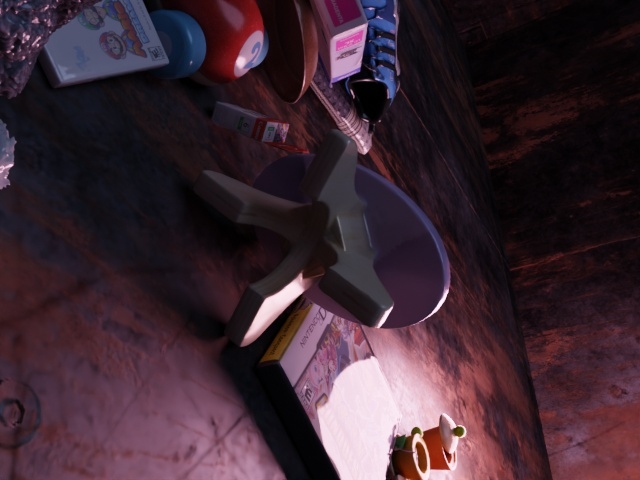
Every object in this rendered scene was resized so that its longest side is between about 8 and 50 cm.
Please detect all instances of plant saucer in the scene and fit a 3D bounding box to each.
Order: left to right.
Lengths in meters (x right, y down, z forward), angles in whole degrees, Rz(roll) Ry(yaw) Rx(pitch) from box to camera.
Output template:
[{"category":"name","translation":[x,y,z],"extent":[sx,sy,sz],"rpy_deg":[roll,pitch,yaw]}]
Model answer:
[{"category":"plant saucer","translation":[-0.047,-0.294,0.877],"extent":[0.199,0.036,0.198],"rpy_deg":[163,-90,-73]}]

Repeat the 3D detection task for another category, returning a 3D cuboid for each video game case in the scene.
[{"category":"video game case","translation":[-0.226,-0.230,0.589],"extent":[0.143,0.019,0.157],"rpy_deg":[-37,108,-54]},{"category":"video game case","translation":[0.028,0.208,0.841],"extent":[0.274,0.035,0.248],"rpy_deg":[65,25,-15]}]

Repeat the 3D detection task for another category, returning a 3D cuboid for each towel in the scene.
[{"category":"towel","translation":[0.017,-0.375,1.225],"extent":[0.312,0.056,0.324],"rpy_deg":[48,35,-37]}]

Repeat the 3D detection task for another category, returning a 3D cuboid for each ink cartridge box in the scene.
[{"category":"ink cartridge box","translation":[-0.072,-0.142,0.783],"extent":[0.063,0.115,0.029],"rpy_deg":[-17,127,-66]},{"category":"ink cartridge box","translation":[0.006,-0.351,0.933],"extent":[0.311,0.065,0.185],"rpy_deg":[-120,-172,-89]}]

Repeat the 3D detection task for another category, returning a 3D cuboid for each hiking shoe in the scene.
[{"category":"hiking shoe","translation":[0.086,-0.341,1.092],"extent":[0.304,0.113,0.132],"rpy_deg":[65,29,-47]}]

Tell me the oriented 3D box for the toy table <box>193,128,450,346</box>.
[{"category":"toy table","translation":[0.000,0.000,0.696],"extent":[0.161,0.274,0.252],"rpy_deg":[-9,120,-62]}]

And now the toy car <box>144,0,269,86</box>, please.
[{"category":"toy car","translation":[-0.083,-0.311,0.713],"extent":[0.210,0.238,0.219],"rpy_deg":[68,25,-10]}]

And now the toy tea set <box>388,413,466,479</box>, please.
[{"category":"toy tea set","translation":[0.183,0.396,0.934],"extent":[0.200,0.124,0.336],"rpy_deg":[55,29,-34]}]

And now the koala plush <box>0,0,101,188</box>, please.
[{"category":"koala plush","translation":[-0.235,-0.135,0.356],"extent":[0.196,0.204,0.221],"rpy_deg":[48,45,-42]}]
